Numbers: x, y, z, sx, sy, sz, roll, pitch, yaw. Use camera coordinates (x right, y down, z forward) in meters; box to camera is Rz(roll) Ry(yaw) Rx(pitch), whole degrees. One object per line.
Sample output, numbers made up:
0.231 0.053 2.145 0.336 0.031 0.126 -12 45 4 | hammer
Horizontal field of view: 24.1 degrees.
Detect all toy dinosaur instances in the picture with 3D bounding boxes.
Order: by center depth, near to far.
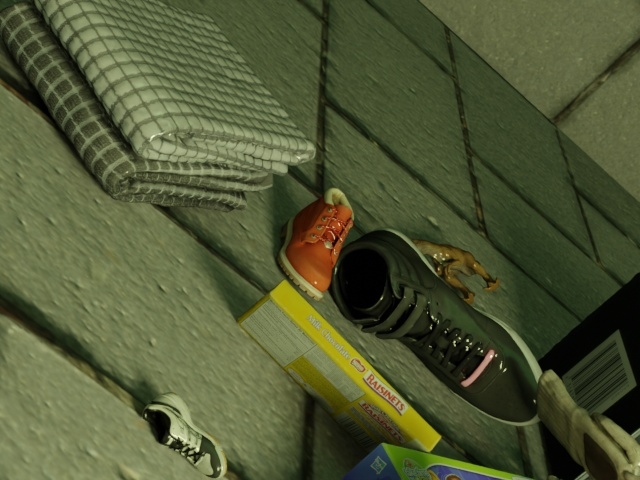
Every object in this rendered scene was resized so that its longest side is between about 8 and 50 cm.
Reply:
0.188 0.032 1.970 0.211 0.064 0.112 19 32 -52 | toy dinosaur

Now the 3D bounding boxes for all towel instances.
-0.169 -0.146 1.526 0.235 0.121 0.284 53 22 22 | towel

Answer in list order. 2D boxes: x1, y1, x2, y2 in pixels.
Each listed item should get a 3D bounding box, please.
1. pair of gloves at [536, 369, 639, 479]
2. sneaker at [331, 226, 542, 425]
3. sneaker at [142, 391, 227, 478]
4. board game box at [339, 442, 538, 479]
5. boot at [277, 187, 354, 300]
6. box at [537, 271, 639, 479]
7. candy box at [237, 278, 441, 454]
0.294 0.268 1.545 0.204 0.042 0.240 -131 -154 -54 | pair of gloves
0.120 0.103 1.652 0.296 0.104 0.147 46 21 17 | sneaker
-0.110 0.160 1.187 0.083 0.032 0.037 47 33 16 | sneaker
0.180 0.323 1.372 0.347 0.078 0.233 21 31 -49 | board game box
0.000 0.000 1.628 0.059 0.084 0.158 39 22 -23 | boot
0.481 0.284 1.855 0.395 0.212 0.293 40 20 -18 | box
0.015 0.128 1.399 0.206 0.105 0.027 46 61 -2 | candy box
